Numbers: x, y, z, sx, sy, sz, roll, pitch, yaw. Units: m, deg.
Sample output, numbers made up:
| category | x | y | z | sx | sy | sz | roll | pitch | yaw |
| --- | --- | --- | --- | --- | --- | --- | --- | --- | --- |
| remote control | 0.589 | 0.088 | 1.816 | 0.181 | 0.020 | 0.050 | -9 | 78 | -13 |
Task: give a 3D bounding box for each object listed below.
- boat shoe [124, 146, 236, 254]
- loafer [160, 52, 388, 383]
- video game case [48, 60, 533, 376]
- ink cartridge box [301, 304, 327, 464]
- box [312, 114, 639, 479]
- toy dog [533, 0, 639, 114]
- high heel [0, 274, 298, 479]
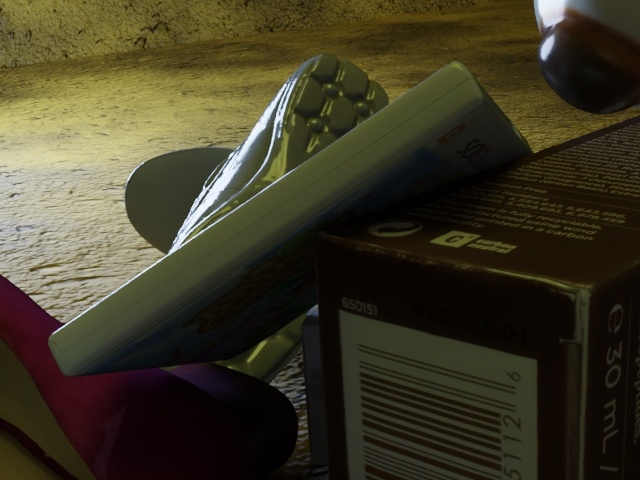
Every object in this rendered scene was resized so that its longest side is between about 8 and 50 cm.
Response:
| category | x | y | z | sx | sy | sz | roll | pitch | yaw |
| --- | --- | --- | --- | --- | --- | --- | --- | --- | --- |
| boat shoe | -0.015 | -0.032 | 1.017 | 0.306 | 0.113 | 0.105 | -1 | 10 | -1 |
| loafer | -0.042 | 0.003 | 0.801 | 0.111 | 0.112 | 0.319 | -45 | 12 | 52 |
| video game case | 0.000 | 0.000 | 0.554 | 0.212 | 0.023 | 0.193 | -33 | -12 | 12 |
| ink cartridge box | 0.044 | 0.073 | 0.688 | 0.092 | 0.090 | 0.143 | 0 | 18 | 12 |
| box | 0.175 | 0.048 | 0.583 | 0.143 | 0.191 | 0.381 | 12 | 23 | 40 |
| toy dog | 0.377 | -0.188 | 0.984 | 0.408 | 0.285 | 0.395 | 20 | -13 | -22 |
| high heel | -0.208 | 0.084 | 0.619 | 0.377 | 0.127 | 0.181 | 6 | 8 | 18 |
